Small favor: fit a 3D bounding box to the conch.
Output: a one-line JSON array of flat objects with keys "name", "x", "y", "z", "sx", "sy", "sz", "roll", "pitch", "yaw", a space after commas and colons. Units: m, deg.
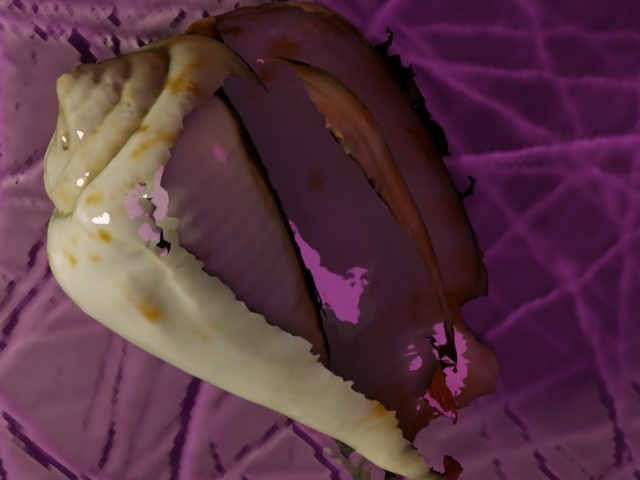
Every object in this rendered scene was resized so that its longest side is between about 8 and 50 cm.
[{"name": "conch", "x": 0.000, "y": 0.000, "z": 0.492, "sx": 0.106, "sy": 0.079, "sz": 0.170, "roll": -41, "pitch": 124, "yaw": 11}]
